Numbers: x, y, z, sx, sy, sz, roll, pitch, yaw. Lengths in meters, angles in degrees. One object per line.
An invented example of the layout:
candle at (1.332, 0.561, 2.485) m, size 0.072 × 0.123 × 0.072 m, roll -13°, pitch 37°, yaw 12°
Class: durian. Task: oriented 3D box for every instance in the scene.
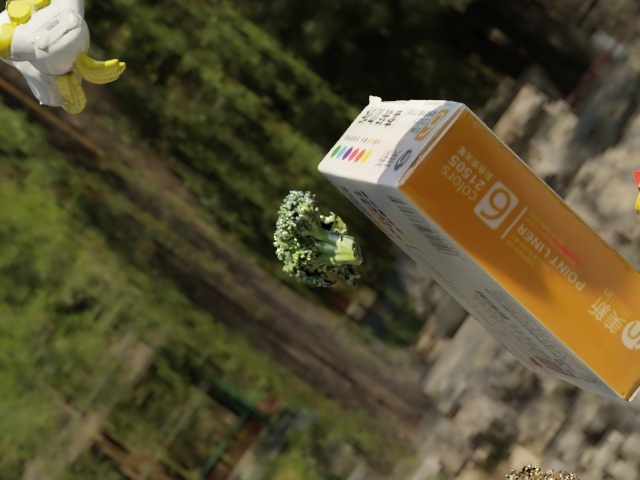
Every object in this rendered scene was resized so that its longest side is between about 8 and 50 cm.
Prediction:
durian at (0.196, 0.230, 1.472) m, size 0.080 × 0.080 × 0.091 m, roll -54°, pitch 2°, yaw -25°

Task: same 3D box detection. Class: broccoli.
broccoli at (0.000, 0.000, 1.545) m, size 0.095 × 0.092 × 0.097 m, roll -13°, pitch -77°, yaw -61°

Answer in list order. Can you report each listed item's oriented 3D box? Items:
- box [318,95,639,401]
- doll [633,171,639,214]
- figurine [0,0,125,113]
box at (0.143, 0.004, 1.376) m, size 0.091 × 0.274 × 0.221 m, roll -49°, pitch 18°, yaw -7°
doll at (0.399, -0.063, 1.640) m, size 0.186 × 0.134 × 0.106 m, roll -34°, pitch -26°, yaw 6°
figurine at (-0.279, -0.188, 1.714) m, size 0.109 × 0.129 × 0.178 m, roll -51°, pitch 12°, yaw -24°
